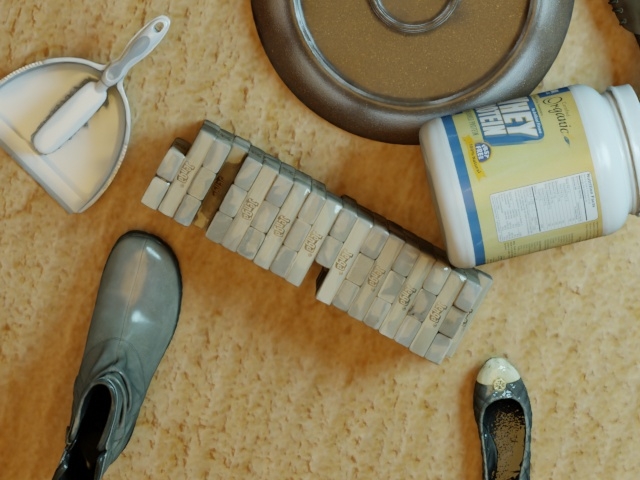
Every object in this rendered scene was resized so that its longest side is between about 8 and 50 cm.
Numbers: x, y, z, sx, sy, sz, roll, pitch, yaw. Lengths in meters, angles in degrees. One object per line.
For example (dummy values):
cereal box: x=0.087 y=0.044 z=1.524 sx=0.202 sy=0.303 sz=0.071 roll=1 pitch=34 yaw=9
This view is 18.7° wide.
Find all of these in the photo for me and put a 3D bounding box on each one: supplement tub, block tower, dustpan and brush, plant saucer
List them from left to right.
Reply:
dustpan and brush: x=-0.216 y=-0.139 z=1.844 sx=0.211 sy=0.060 sz=0.147 roll=-44 pitch=96 yaw=8
block tower: x=0.000 y=0.000 z=1.848 sx=0.335 sy=0.097 sz=0.091 roll=28 pitch=100 yaw=-5
plant saucer: x=0.087 y=-0.241 z=1.827 sx=0.310 sy=0.050 sz=0.311 roll=0 pitch=101 yaw=1
supplement tub: x=0.202 y=-0.063 z=1.804 sx=0.199 sy=0.144 sz=0.144 roll=-14 pitch=99 yaw=1

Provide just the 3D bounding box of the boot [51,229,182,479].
boot: x=-0.191 y=0.122 z=1.839 sx=0.083 sy=0.161 sz=0.246 roll=14 pitch=100 yaw=-2

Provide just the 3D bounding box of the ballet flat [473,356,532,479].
ballet flat: x=0.182 y=0.199 z=1.900 sx=0.057 sy=0.049 sz=0.173 roll=-6 pitch=100 yaw=2

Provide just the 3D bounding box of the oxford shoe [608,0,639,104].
oxford shoe: x=0.311 y=-0.215 z=1.820 sx=0.096 sy=0.083 sz=0.227 roll=6 pitch=100 yaw=20
